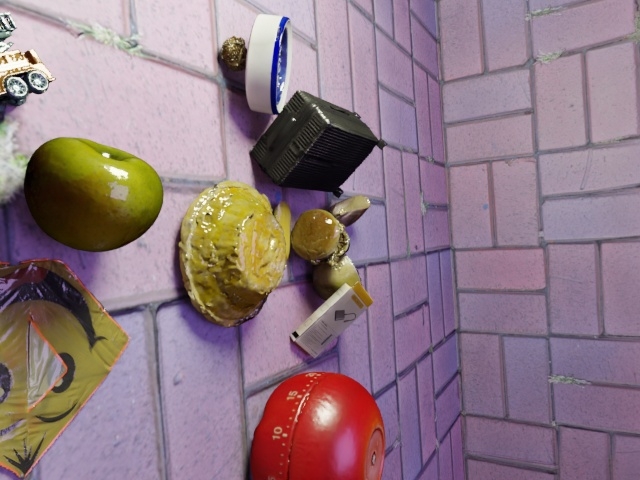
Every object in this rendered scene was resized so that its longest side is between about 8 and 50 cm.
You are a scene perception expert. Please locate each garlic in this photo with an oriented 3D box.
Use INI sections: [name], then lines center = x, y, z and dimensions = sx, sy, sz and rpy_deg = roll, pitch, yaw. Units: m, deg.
[garlic]
center = 0.081, -0.094, 1.557
dimensions = 0.196, 0.101, 0.087
rpy_deg = -20, 73, -52

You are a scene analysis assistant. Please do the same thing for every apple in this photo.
[apple]
center = -0.348, -0.069, 0.735
dimensions = 0.196, 0.196, 0.156
rpy_deg = -5, 126, -60

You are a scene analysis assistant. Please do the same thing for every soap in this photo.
[soap]
center = -0.107, -0.021, 1.291
dimensions = 0.089, 0.033, 0.168
rpy_deg = 35, 57, -60

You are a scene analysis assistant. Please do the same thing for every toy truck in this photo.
[toy truck]
center = -0.472, -0.229, 0.636
dimensions = 0.177, 0.080, 0.115
rpy_deg = -52, 126, -50

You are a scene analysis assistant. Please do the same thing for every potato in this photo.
[potato]
center = 0.036, 0.123, 1.437
dimensions = 0.117, 0.182, 0.202
rpy_deg = -33, 145, -21

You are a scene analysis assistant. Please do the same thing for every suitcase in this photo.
[suitcase]
center = 0.002, -0.251, 1.284
dimensions = 0.152, 0.229, 0.335
rpy_deg = 50, 24, 18

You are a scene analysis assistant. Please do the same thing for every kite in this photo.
[kite]
center = -0.443, 0.189, 0.709
dimensions = 0.378, 0.013, 0.327
rpy_deg = 4, 84, -61

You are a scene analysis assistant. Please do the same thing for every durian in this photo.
[durian]
center = -0.201, -0.450, 1.138
dimensions = 0.091, 0.080, 0.080
rpy_deg = -75, 147, -49

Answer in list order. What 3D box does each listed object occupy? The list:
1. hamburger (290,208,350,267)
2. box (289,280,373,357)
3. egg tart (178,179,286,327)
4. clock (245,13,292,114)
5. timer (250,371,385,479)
[hamburger]
center = 0.000, 0.000, 1.329
dimensions = 0.184, 0.159, 0.131
rpy_deg = 61, 5, 16
[box]
center = 0.037, 0.226, 1.372
dimensions = 0.247, 0.033, 0.129
rpy_deg = -42, 133, -5
[egg tart]
center = -0.173, 0.029, 1.074
dimensions = 0.341, 0.132, 0.341
rpy_deg = 5, 84, -60
[clock]
center = -0.125, -0.431, 1.166
dimensions = 0.230, 0.083, 0.230
rpy_deg = -171, -90, -89
[timer]
center = 0.009, 0.527, 1.194
dimensions = 0.378, 0.279, 0.377
rpy_deg = 8, 81, -62
